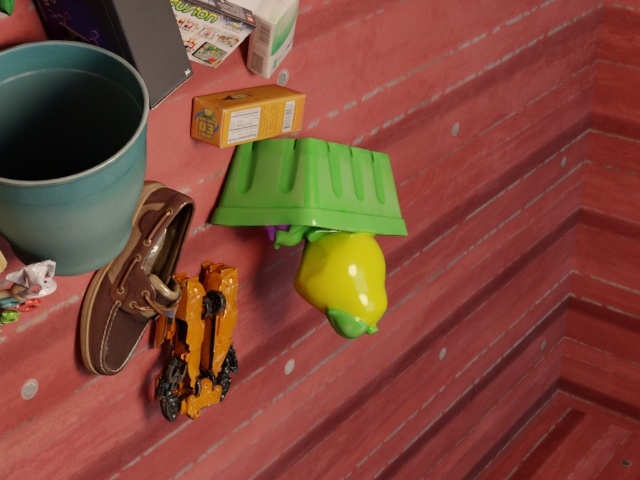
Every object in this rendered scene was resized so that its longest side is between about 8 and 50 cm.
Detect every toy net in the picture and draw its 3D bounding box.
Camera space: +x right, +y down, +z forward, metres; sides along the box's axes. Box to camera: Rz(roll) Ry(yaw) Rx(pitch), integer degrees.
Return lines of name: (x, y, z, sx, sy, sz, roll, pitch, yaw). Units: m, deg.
toy net: (-0.434, 0.092, 1.597, 0.122, 0.232, 0.045, 3, 64, -47)

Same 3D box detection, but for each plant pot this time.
plant pot: (-0.365, -0.095, 1.553, 0.271, 0.272, 0.255, -48, 156, -32)

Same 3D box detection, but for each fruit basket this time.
fruit basket: (0.000, 0.000, 2.103, 0.392, 0.283, 0.392, -4, 95, -57)

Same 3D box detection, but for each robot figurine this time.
robot figurine: (-0.231, 0.191, 2.051, 0.211, 0.085, 0.291, -13, 117, -53)

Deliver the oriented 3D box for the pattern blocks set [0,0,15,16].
pattern blocks set: (-0.447, -0.262, 1.322, 0.325, 0.026, 0.285, -66, 174, -53)

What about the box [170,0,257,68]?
box: (-0.212, -0.342, 1.738, 0.207, 0.036, 0.114, 12, 138, -45)

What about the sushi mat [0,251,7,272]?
sushi mat: (-0.489, -0.049, 1.377, 0.151, 0.019, 0.316, -71, 148, -52)

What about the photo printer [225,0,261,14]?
photo printer: (-0.134, -0.536, 1.784, 0.307, 0.107, 0.256, -62, 147, -13)

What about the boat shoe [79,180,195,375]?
boat shoe: (-0.295, 0.075, 1.853, 0.123, 0.123, 0.342, 24, 86, -58)

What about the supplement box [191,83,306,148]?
supplement box: (-0.127, -0.226, 1.990, 0.233, 0.078, 0.080, -16, 123, -52)

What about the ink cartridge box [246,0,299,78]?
ink cartridge box: (-0.049, -0.418, 1.961, 0.224, 0.056, 0.181, -54, 172, -23)

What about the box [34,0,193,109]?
box: (-0.307, -0.332, 1.560, 0.103, 0.184, 0.261, -50, 142, -33)
